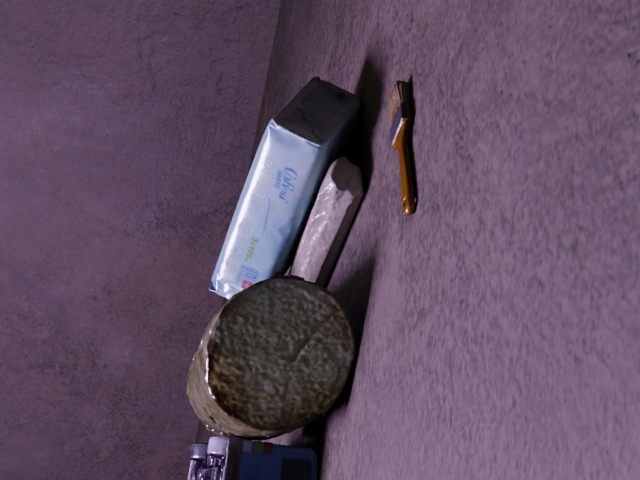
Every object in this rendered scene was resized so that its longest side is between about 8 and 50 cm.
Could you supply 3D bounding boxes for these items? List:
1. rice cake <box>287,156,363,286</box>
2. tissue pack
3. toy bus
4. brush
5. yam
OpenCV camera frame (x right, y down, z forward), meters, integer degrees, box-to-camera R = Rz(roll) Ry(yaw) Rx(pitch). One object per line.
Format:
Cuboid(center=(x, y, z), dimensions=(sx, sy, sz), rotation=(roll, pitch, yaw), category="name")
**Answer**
Cuboid(center=(0.000, 0.000, 1.098), dimensions=(0.256, 0.052, 0.057), rotation=(112, 168, -49), category="rice cake")
Cuboid(center=(-0.042, -0.058, 1.129), dimensions=(0.263, 0.089, 0.177), rotation=(-65, -5, 33), category="tissue pack")
Cuboid(center=(-0.091, 0.305, 1.079), dimensions=(0.234, 0.134, 0.116), rotation=(139, 137, -67), category="toy bus")
Cuboid(center=(0.079, -0.088, 0.853), dimensions=(0.043, 0.014, 0.170), rotation=(108, 166, -47), category="brush")
Cuboid(center=(-0.067, 0.145, 1.022), dimensions=(0.304, 0.168, 0.168), rotation=(131, 148, -72), category="yam")
